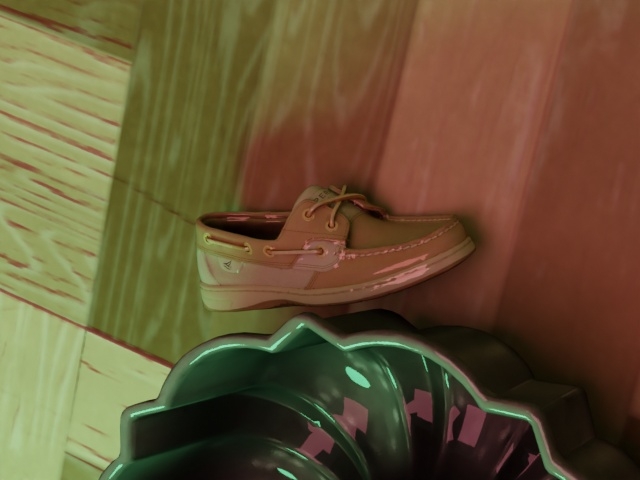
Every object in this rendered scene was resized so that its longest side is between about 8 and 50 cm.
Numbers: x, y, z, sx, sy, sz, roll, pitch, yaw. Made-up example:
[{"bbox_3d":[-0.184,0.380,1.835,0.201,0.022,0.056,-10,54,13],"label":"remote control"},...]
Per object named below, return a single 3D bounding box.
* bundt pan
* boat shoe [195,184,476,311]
[{"bbox_3d":[0.045,0.185,0.990,0.331,0.124,0.331,8,105,30],"label":"bundt pan"},{"bbox_3d":[0.000,0.000,1.006,0.170,0.063,0.059,-9,104,33],"label":"boat shoe"}]
